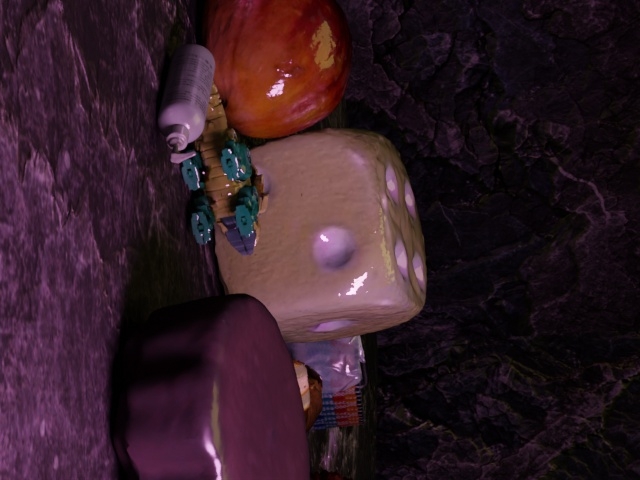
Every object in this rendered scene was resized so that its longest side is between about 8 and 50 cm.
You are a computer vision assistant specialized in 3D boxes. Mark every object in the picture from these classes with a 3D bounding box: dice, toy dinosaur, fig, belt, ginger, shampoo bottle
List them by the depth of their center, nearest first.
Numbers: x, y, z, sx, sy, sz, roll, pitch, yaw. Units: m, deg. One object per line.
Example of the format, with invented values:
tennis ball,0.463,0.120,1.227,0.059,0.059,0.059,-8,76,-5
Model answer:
shampoo bottle,-0.157,-0.151,1.567,0.195,0.056,0.056,-85,169,-50
toy dinosaur,-0.124,-0.097,1.706,0.153,0.094,0.259,-76,153,-73
fig,-0.059,-0.252,1.826,0.224,0.224,0.263,75,7,-59
dice,0.000,0.000,1.907,0.252,0.255,0.249,39,41,-69
ginger,-0.062,0.224,1.972,0.309,0.107,0.133,49,52,-73
belt,0.005,0.211,2.360,0.257,0.150,0.207,81,0,-47

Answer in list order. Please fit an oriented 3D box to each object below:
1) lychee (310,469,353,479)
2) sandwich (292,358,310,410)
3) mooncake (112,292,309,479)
lychee,0.005,0.423,1.725,0.300,0.264,0.264,102,-14,-77
sandwich,-0.080,0.214,1.763,0.163,0.114,0.079,-72,157,-71
mooncake,-0.113,0.193,1.369,0.283,0.141,0.283,-9,90,-75
